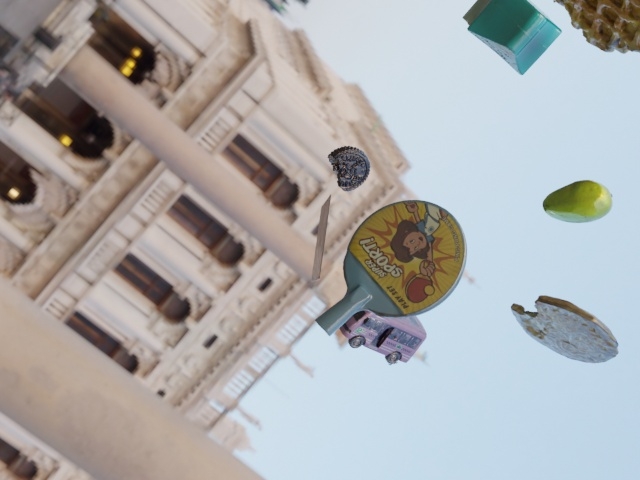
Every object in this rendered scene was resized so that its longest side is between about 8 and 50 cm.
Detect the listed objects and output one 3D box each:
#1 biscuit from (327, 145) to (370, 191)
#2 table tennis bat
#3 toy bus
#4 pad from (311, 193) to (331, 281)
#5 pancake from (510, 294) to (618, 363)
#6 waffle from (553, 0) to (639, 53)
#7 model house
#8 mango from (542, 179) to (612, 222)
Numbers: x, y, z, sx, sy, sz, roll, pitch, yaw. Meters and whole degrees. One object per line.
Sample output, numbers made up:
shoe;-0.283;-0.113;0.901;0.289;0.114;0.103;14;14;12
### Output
biscuit;0.050;-0.133;1.785;0.087;0.089;0.027;-65;-152;19
table tennis bat;0.128;0.062;1.831;0.329;0.215;0.044;-39;170;0
toy bus;0.129;0.185;2.086;0.108;0.199;0.096;-50;-143;18
pad;0.000;0.000;1.651;0.211;0.003;0.142;130;-32;-84
pancake;0.476;0.176;1.884;0.029;0.212;0.235;-57;-167;-20
waffle;0.475;-0.432;1.586;0.058;0.300;0.282;-38;-139;-18
model house;0.316;-0.350;1.590;0.100;0.127;0.149;-49;-163;18
mango;0.387;-0.056;1.458;0.108;0.073;0.056;-3;-117;35
